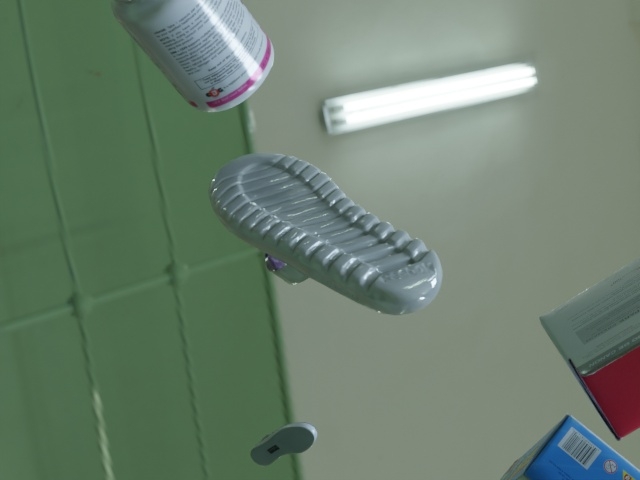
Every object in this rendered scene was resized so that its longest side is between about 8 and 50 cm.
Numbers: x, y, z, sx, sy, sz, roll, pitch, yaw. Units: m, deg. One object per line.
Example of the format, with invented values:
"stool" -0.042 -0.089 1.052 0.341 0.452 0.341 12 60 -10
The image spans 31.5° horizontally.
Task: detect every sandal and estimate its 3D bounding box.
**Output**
"sandal" -0.013 0.006 1.518 0.416 0.169 0.102 36 -40 42

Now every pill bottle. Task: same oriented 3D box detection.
"pill bottle" -0.201 -0.331 1.645 0.160 0.160 0.283 21 -20 41

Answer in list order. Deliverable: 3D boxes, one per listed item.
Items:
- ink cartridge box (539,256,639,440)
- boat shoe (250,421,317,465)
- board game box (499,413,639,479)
"ink cartridge box" 0.453 0.100 1.399 0.309 0.272 0.130 -32 -82 8
"boat shoe" -0.037 0.219 1.258 0.035 0.035 0.100 48 -50 -7
"board game box" 0.344 0.354 1.281 0.308 0.086 0.302 39 -17 13
